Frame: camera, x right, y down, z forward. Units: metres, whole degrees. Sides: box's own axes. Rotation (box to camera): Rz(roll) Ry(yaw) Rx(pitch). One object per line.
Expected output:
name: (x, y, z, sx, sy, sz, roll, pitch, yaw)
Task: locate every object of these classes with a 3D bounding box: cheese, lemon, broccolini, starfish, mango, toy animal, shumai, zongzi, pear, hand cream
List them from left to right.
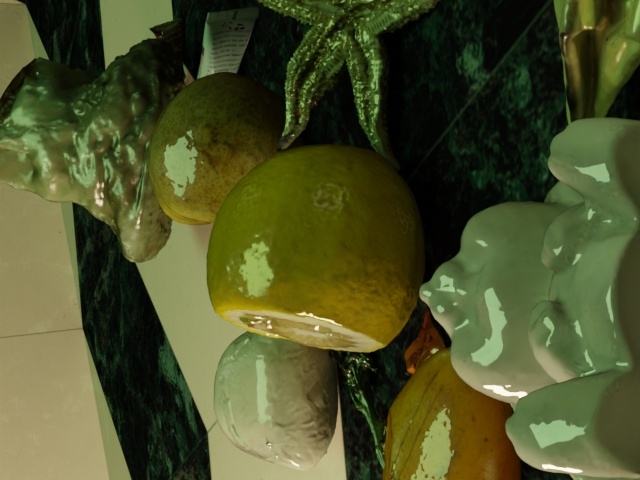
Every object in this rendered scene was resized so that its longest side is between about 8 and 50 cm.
shumai: (-0.403, -0.170, 1.589, 0.324, 0.324, 0.397, 171, 105, -86)
zongzi: (-0.279, -0.370, 1.715, 0.073, 0.067, 0.083, 58, 163, 25)
hand cream: (-0.172, -0.250, 1.475, 0.058, 0.085, 0.331, 67, 152, 24)
pear: (-0.125, -0.122, 1.242, 0.188, 0.229, 0.211, -4, -82, -78)
cheese: (-0.058, 0.200, 1.213, 0.189, 0.154, 0.198, -7, 83, 47)
lemon: (0.000, 0.000, 0.985, 0.240, 0.241, 0.219, -16, 58, 64)
starfish: (0.037, -0.240, 1.002, 0.358, 0.078, 0.347, 1, 115, 40)
broccolini: (0.076, 0.223, 1.099, 0.058, 0.071, 0.254, -34, 63, 14)
mango: (0.124, 0.222, 0.881, 0.154, 0.126, 0.252, -138, 55, -69)
toy animal: (0.192, 0.056, 0.654, 0.265, 0.206, 0.271, 152, 126, -72)

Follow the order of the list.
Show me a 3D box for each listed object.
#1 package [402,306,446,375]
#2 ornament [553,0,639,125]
package: (0.118, 0.134, 0.979, 0.110, 0.033, 0.077, -115, 22, -45)
ornament: (0.195, -0.153, 0.649, 0.201, 0.059, 0.180, -65, -24, -65)
